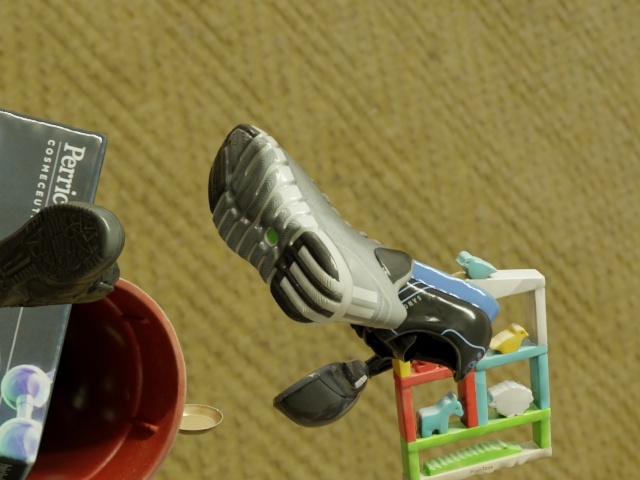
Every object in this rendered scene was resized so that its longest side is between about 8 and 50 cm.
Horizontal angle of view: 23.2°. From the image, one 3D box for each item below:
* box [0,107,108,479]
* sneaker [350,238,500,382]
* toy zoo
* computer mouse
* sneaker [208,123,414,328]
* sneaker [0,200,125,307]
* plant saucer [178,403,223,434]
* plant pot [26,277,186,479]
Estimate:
[{"bbox_3d":[-0.411,0.029,1.322,0.395,0.212,0.293,13,70,-12],"label":"box"},{"bbox_3d":[0.055,0.062,1.522,0.232,0.081,0.090,19,59,12],"label":"sneaker"},{"bbox_3d":[0.181,0.149,1.873,0.192,0.030,0.293,-12,113,-14],"label":"toy zoo"},{"bbox_3d":[0.050,0.172,1.921,0.060,0.184,0.262,59,9,10],"label":"computer mouse"},{"bbox_3d":[0.000,0.000,1.251,0.132,0.086,0.228,17,29,-37],"label":"sneaker"},{"bbox_3d":[-0.158,0.012,0.989,0.089,0.170,0.051,-4,77,-48],"label":"sneaker"},{"bbox_3d":[-0.175,0.248,2.133,0.083,0.083,0.015,-14,114,-38],"label":"plant saucer"},{"bbox_3d":[-0.331,0.151,1.695,0.272,0.265,0.272,-6,100,-37],"label":"plant pot"}]
